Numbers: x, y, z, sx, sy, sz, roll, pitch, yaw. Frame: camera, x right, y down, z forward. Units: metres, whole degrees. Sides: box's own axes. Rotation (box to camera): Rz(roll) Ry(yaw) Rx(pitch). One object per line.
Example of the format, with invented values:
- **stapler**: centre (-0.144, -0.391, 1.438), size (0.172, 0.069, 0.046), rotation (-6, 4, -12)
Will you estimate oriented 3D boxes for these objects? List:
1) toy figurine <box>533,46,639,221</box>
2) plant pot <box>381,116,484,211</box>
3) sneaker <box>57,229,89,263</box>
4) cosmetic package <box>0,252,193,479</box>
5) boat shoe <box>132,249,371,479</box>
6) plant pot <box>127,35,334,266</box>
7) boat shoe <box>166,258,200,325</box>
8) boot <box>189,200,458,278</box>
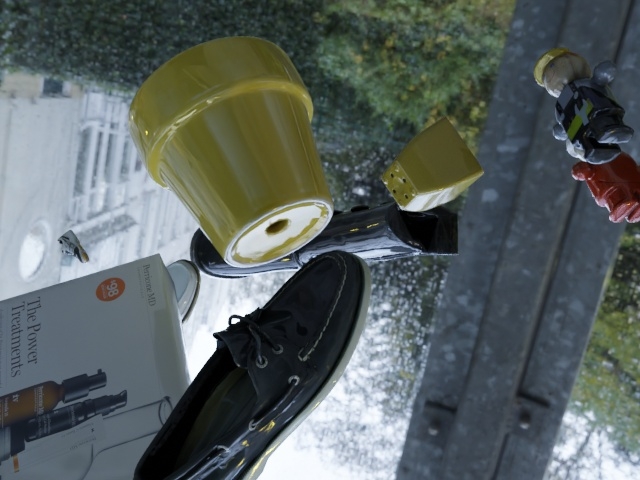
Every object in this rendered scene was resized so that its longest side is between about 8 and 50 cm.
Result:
- **toy figurine**: centre (0.353, -0.146, 0.738), size (0.209, 0.213, 0.148), rotation (37, -148, -46)
- **plant pot**: centre (0.121, -0.080, 0.815), size (0.083, 0.081, 0.081), rotation (-27, 170, -26)
- **sneaker**: centre (-0.461, 0.019, 1.298), size (0.037, 0.032, 0.083), rotation (-33, -123, -14)
- **cosmetic package**: centre (-0.329, 0.219, 0.999), size (0.284, 0.097, 0.377), rotation (-16, -130, -7)
- **boat shoe**: centre (-0.077, 0.139, 0.736), size (0.113, 0.340, 0.127), rotation (38, 180, -39)
- **plant pot**: centre (-0.103, -0.106, 0.958), size (0.254, 0.254, 0.239), rotation (-3, -123, -48)
- **boat shoe**: centre (-0.355, 0.161, 1.377), size (0.113, 0.302, 0.103), rotation (39, -178, 21)
- **boot**: centre (0.002, -0.001, 1.408), size (0.367, 0.146, 0.445), rotation (-6, -178, -41)
